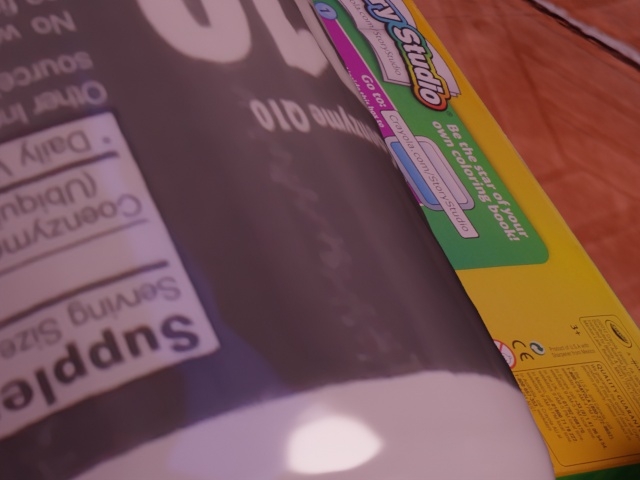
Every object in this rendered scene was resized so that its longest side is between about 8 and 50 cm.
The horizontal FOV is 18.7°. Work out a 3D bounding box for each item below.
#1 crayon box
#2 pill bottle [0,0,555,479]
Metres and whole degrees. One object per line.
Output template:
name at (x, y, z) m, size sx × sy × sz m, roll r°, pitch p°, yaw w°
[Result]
crayon box at (0.000, 0.000, 0.712) m, size 0.165 × 0.081 × 0.278 m, roll -3°, pitch 51°, yaw -40°
pill bottle at (-0.065, 0.034, 0.510) m, size 0.204 × 0.204 × 0.361 m, roll -5°, pitch 59°, yaw -41°
